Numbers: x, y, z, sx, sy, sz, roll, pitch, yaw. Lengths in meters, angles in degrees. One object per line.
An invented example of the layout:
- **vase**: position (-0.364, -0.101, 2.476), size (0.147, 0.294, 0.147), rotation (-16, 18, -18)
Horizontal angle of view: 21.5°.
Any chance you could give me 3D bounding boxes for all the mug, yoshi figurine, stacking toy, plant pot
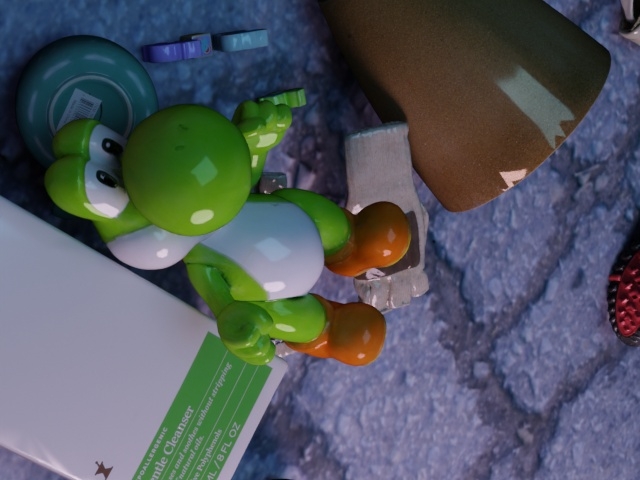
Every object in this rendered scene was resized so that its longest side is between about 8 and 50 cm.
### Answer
- **mug**: position (-0.207, -0.106, 1.534), size (0.129, 0.097, 0.157), rotation (-22, 105, -7)
- **yoshi figurine**: position (-0.064, -0.014, 1.486), size (0.362, 0.203, 0.203), rotation (25, 114, -38)
- **stacking toy**: position (-0.109, -0.192, 1.653), size (0.221, 0.052, 0.167), rotation (-17, 105, -34)
- **plant pot**: position (0.128, -0.200, 1.738), size (0.254, 0.237, 0.237), rotation (44, 70, -17)

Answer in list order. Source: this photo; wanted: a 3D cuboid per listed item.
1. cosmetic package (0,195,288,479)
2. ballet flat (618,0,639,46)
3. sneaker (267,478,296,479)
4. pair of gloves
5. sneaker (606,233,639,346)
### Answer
- **cosmetic package**: position (-0.237, 0.105, 1.532), size (0.365, 0.155, 0.197), rotation (32, 80, -35)
- **ballet flat**: position (0.396, -0.350, 1.994), size (0.086, 0.086, 0.248), rotation (5, 93, -37)
- **sneaker**: position (-0.089, 0.355, 1.678), size (0.270, 0.090, 0.145), rotation (-29, 115, -52)
- **pair of gloves**: position (0.000, 0.000, 1.697), size (0.240, 0.042, 0.204), rotation (-22, 116, -18)
- **sneaker**: position (0.447, 0.025, 2.057), size (0.125, 0.104, 0.262), rotation (38, 74, -35)
